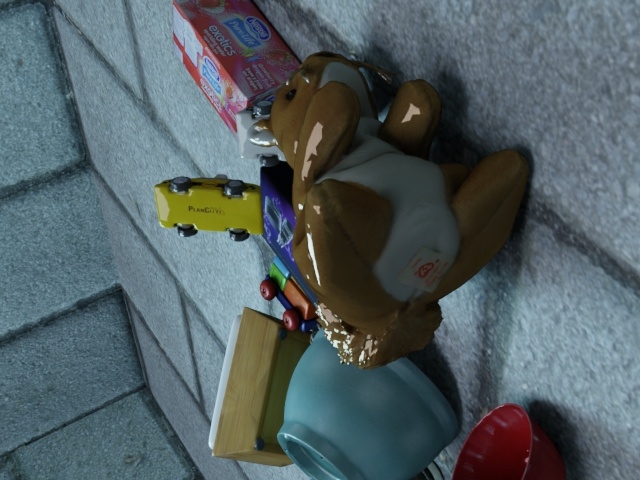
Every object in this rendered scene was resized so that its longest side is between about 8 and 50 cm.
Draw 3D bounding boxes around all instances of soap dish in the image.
[{"bbox_3d":[-0.093,0.296,1.767,0.118,0.229,0.290,2,74,35],"label":"soap dish"}]

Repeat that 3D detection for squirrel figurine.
[{"bbox_3d":[0.039,-0.048,1.192,0.370,0.281,0.396,53,153,43],"label":"squirrel figurine"}]

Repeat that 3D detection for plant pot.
[{"bbox_3d":[0.053,0.307,1.486,0.293,0.196,0.293,34,154,19],"label":"plant pot"}]

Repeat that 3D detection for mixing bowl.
[{"bbox_3d":[0.269,0.325,1.224,0.098,0.181,0.181,27,163,-15],"label":"mixing bowl"}]

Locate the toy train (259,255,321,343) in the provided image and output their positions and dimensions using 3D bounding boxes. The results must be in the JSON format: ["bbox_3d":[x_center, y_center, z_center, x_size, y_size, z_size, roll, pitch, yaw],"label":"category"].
[{"bbox_3d":[-0.009,0.105,1.684,0.248,0.105,0.143,49,139,35],"label":"toy train"}]

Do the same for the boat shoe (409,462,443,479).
[{"bbox_3d":[0.171,0.484,1.691,0.081,0.069,0.227,52,154,29],"label":"boat shoe"}]

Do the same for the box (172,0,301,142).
[{"bbox_3d":[-0.139,-0.300,1.504,0.256,0.123,0.128,54,156,25],"label":"box"}]

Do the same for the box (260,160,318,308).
[{"bbox_3d":[0.000,0.000,1.538,0.261,0.103,0.184,52,157,30],"label":"box"}]

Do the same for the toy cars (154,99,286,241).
[{"bbox_3d":[-0.104,-0.120,1.452,0.394,0.087,0.176,-36,106,29],"label":"toy cars"}]
